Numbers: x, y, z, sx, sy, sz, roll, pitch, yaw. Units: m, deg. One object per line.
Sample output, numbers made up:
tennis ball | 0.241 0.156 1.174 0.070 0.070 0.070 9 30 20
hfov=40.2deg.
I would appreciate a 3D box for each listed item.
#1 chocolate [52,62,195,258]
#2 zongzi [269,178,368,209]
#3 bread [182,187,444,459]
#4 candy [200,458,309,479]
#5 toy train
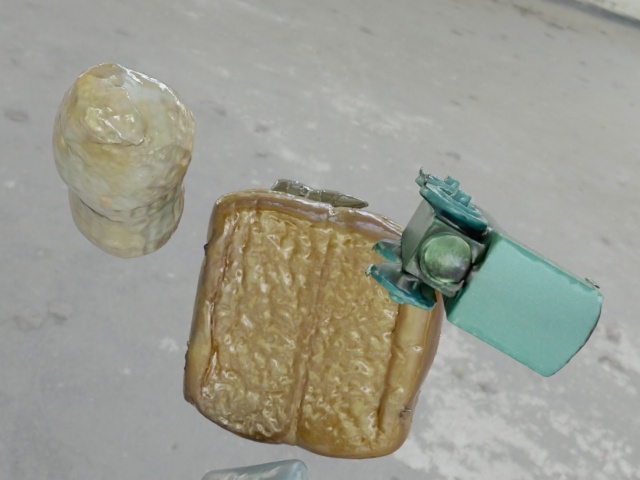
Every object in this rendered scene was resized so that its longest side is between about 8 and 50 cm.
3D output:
chocolate | -0.190 -0.071 0.867 0.134 0.309 0.134 3 69 -7
zongzi | 0.000 0.000 1.432 0.178 0.189 0.081 11 34 23
bread | -0.004 0.109 1.164 0.328 0.337 0.148 10 13 10
candy | -0.086 0.338 1.046 0.071 0.174 0.138 24 57 -43
toy train | 0.157 0.023 0.879 0.194 0.120 0.298 30 10 0
